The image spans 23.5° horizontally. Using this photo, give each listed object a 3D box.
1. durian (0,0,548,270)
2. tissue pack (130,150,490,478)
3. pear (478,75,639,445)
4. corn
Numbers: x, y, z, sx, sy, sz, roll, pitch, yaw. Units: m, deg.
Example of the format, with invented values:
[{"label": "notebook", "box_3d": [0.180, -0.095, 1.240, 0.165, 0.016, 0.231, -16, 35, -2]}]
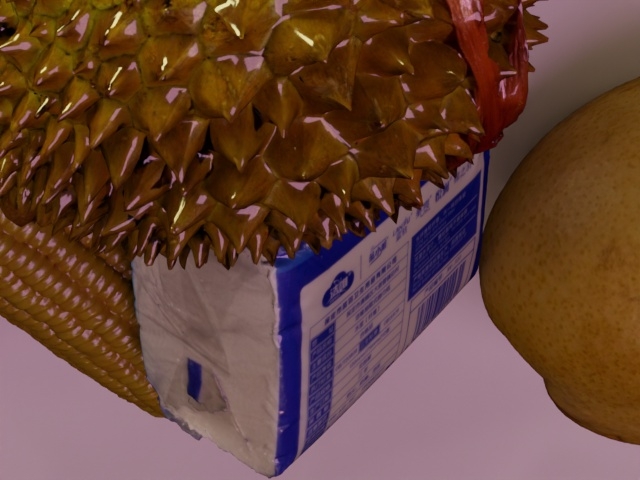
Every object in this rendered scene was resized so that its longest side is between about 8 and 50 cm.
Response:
[{"label": "durian", "box_3d": [-0.044, -0.153, 0.848, 0.384, 0.347, 0.347, -49, 133, 3]}, {"label": "tissue pack", "box_3d": [0.000, 0.000, 1.064, 0.270, 0.137, 0.209, -43, 144, -40]}, {"label": "pear", "box_3d": [0.288, 0.016, 1.179, 0.314, 0.314, 0.314, -14, 133, -15]}, {"label": "corn", "box_3d": [-0.172, 0.014, 1.069, 0.131, 0.131, 0.344, -37, 137, 7]}]
